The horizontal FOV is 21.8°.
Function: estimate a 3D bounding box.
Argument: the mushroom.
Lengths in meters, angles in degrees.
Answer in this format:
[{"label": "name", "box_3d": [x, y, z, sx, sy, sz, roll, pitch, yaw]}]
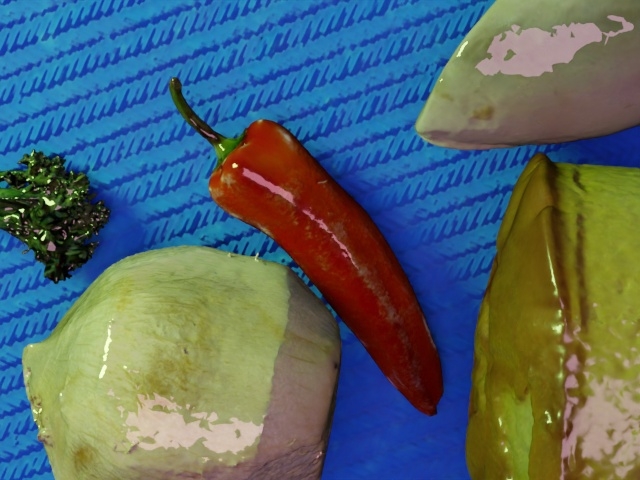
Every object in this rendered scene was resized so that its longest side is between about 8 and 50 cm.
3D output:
[{"label": "mushroom", "box_3d": [0.215, -0.139, 0.961, 0.350, 0.128, 0.128, -18, 98, 5]}]

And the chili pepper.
[{"label": "chili pepper", "box_3d": [0.000, 0.000, 1.034, 0.272, 0.071, 0.063, 49, 61, -10]}]

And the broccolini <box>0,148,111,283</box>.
[{"label": "broccolini", "box_3d": [-0.258, -0.040, 1.051, 0.254, 0.057, 0.071, 16, 58, -2]}]

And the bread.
[{"label": "bread", "box_3d": [0.156, 0.084, 0.942, 0.148, 0.270, 0.270, 2, 100, 2]}]

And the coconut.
[{"label": "coconut", "box_3d": [-0.086, 0.092, 1.000, 0.194, 0.194, 0.194, 1, 100, 4]}]
